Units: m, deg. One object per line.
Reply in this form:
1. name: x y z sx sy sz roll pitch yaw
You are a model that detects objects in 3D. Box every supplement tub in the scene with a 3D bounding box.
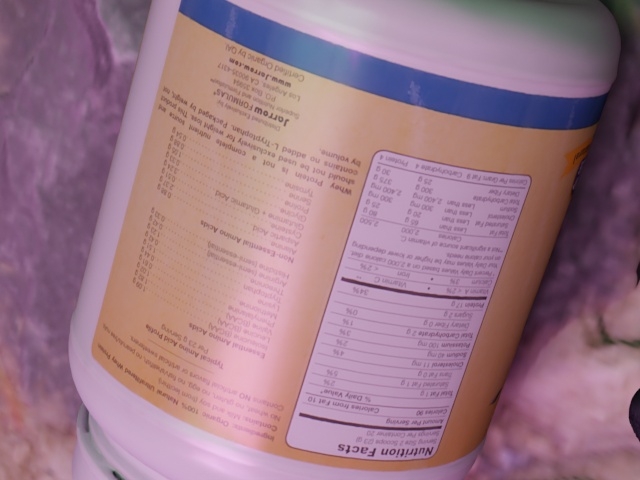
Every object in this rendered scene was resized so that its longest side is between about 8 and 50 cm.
1. supplement tub: 0.000 0.000 0.470 0.144 0.144 0.200 25 111 23

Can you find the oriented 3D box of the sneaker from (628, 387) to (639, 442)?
1. sneaker: 0.202 0.086 0.427 0.223 0.083 0.098 35 77 34
